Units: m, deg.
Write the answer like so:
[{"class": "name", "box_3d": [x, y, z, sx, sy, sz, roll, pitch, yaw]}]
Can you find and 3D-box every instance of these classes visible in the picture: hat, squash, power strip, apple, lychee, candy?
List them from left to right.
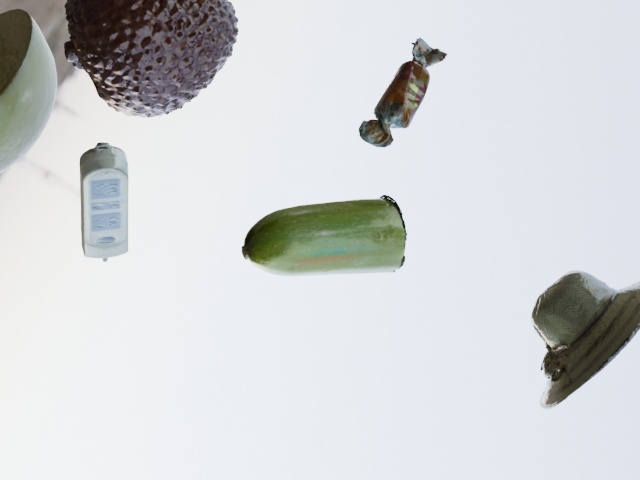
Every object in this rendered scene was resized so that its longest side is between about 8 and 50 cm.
[{"class": "apple", "box_3d": [-0.513, -0.206, 1.773, 0.233, 0.295, 0.258, 77, 33, -77]}, {"class": "power strip", "box_3d": [-0.211, -0.031, 1.262, 0.191, 0.047, 0.030, 103, -23, -56]}, {"class": "lychee", "box_3d": [-0.192, -0.227, 1.406, 0.194, 0.194, 0.194, -49, -158, 28]}, {"class": "squash", "box_3d": [0.000, 0.000, 1.493, 0.095, 0.187, 0.095, 19, -69, 61]}, {"class": "candy", "box_3d": [0.107, -0.187, 1.602, 0.182, 0.053, 0.046, -60, -171, -28]}, {"class": "hat", "box_3d": [0.347, 0.103, 1.755, 0.252, 0.110, 0.252, -49, 178, -2]}]
